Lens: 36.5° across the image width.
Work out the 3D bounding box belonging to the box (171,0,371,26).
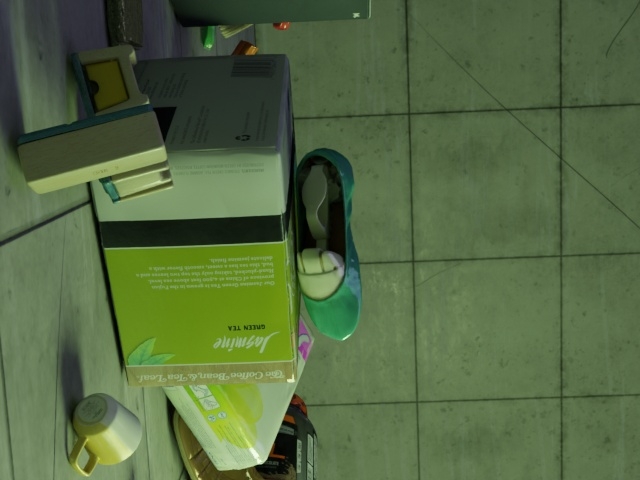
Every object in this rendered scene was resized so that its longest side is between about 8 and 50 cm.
[{"bbox_3d":[-0.085,-0.551,1.664,0.179,0.344,0.312,77,11,-77],"label":"box"}]

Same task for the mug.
[{"bbox_3d":[-0.222,0.194,0.990,0.064,0.062,0.078,73,6,-52],"label":"mug"}]

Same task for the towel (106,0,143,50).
[{"bbox_3d":[-0.249,-0.311,1.225,0.110,0.027,0.148,-78,167,-79],"label":"towel"}]

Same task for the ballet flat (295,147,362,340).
[{"bbox_3d":[0.000,0.000,1.208,0.087,0.083,0.247,25,60,-60],"label":"ballet flat"}]

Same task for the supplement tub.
[{"bbox_3d":[-0.108,0.467,1.916,0.338,0.207,0.207,-91,178,-50],"label":"supplement tub"}]

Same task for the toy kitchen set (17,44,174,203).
[{"bbox_3d":[-0.226,-0.126,0.939,0.207,0.122,0.166,126,-52,-79],"label":"toy kitchen set"}]

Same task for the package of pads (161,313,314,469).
[{"bbox_3d":[-0.126,0.172,1.479,0.229,0.101,0.296,62,31,-27],"label":"package of pads"}]

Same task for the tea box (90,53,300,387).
[{"bbox_3d":[-0.140,-0.034,1.259,0.329,0.220,0.323,-89,177,-60],"label":"tea box"}]

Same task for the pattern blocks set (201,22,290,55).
[{"bbox_3d":[-0.143,-0.483,1.873,0.325,0.026,0.285,-23,-114,49],"label":"pattern blocks set"}]

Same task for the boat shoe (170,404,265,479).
[{"bbox_3d":[-0.177,0.368,1.590,0.123,0.123,0.342,-52,134,-31],"label":"boat shoe"}]
